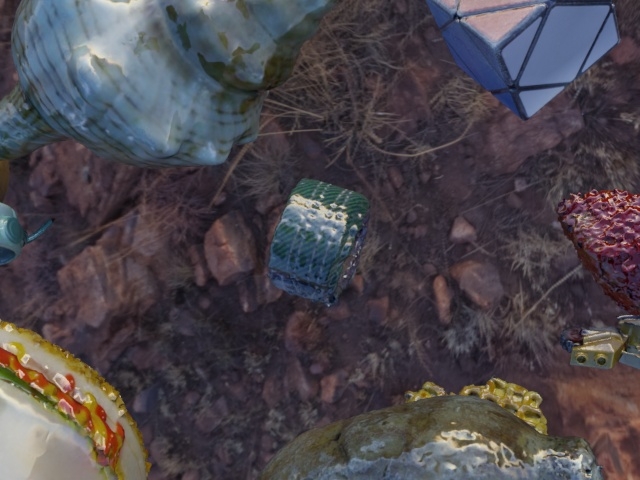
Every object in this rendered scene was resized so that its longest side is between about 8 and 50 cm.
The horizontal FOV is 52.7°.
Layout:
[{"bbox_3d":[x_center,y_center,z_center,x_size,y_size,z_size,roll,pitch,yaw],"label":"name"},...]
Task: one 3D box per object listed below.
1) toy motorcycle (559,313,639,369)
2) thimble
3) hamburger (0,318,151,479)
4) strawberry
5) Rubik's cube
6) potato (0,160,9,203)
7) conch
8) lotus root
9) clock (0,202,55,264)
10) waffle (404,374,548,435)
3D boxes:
[{"bbox_3d":[0.466,0.163,0.920,0.229,0.130,0.094,4,113,10],"label":"toy motorcycle"},{"bbox_3d":[0.001,-0.002,0.742,0.090,0.135,0.119,17,128,11],"label":"thimble"},{"bbox_3d":[-0.273,0.185,0.510,0.276,0.179,0.294,26,126,-7],"label":"hamburger"},{"bbox_3d":[0.349,0.022,0.685,0.140,0.085,0.192,-27,106,36],"label":"strawberry"},{"bbox_3d":[0.324,-0.360,1.044,0.207,0.205,0.205,-41,53,6],"label":"Rubik's cube"},{"bbox_3d":[-0.370,-0.043,0.630,0.081,0.200,0.164,34,101,-7],"label":"potato"},{"bbox_3d":[-0.160,-0.149,0.493,0.385,0.203,0.170,2,131,19],"label":"conch"},{"bbox_3d":[0.066,0.226,0.565,0.349,0.175,0.175,-29,88,21],"label":"lotus root"},{"bbox_3d":[-0.297,-0.004,0.542,0.101,0.135,0.041,-20,74,32],"label":"clock"},{"bbox_3d":[0.269,0.322,1.143,0.253,0.249,0.056,-23,123,-6],"label":"waffle"}]
